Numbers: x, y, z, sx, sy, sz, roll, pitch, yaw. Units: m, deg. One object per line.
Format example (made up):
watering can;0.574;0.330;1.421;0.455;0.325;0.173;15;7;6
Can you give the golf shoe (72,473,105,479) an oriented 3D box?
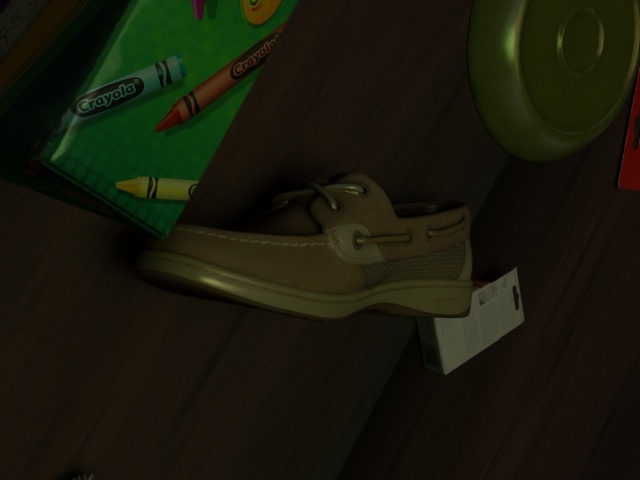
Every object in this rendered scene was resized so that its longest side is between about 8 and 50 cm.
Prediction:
golf shoe;-0.195;0.252;0.800;0.176;0.069;0.086;-56;149;-11

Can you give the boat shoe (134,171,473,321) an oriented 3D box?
boat shoe;0.000;0.000;0.860;0.341;0.121;0.110;5;93;-51

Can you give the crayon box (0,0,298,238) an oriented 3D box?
crayon box;-0.142;-0.113;0.599;0.081;0.278;0.165;36;77;-40

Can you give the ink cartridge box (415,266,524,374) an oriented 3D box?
ink cartridge box;0.141;0.071;1.045;0.115;0.029;0.063;-28;117;-33

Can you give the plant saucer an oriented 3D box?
plant saucer;0.235;-0.189;1.055;0.241;0.037;0.241;-11;108;-38

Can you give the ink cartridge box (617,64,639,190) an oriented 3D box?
ink cartridge box;0.401;-0.116;1.207;0.179;0.045;0.145;4;97;-43
